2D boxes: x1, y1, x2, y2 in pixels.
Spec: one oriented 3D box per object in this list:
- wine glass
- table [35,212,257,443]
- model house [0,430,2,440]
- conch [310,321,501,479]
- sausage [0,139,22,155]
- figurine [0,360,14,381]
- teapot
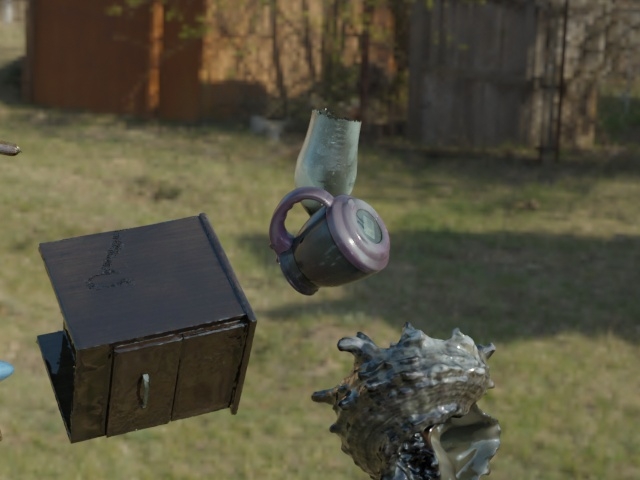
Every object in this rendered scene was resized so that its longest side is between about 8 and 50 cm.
[{"bbox_3d":[0.007,-0.092,2.067,0.103,0.222,0.103,11,14,-3],"label":"wine glass"},{"bbox_3d":[-0.197,0.101,1.434,0.193,0.169,0.172,-10,49,-23],"label":"table"},{"bbox_3d":[-0.673,0.326,2.099,0.326,0.169,0.244,-14,18,-2],"label":"model house"},{"bbox_3d":[0.135,0.219,1.700,0.240,0.313,0.186,-32,28,-1],"label":"conch"},{"bbox_3d":[-0.344,-0.098,1.299,0.100,0.015,0.015,12,13,8],"label":"sausage"},{"bbox_3d":[-0.386,0.137,1.203,0.180,0.154,0.262,21,-11,-10],"label":"figurine"},{"bbox_3d":[0.002,0.009,1.766,0.146,0.116,0.148,-32,-42,29],"label":"teapot"}]
